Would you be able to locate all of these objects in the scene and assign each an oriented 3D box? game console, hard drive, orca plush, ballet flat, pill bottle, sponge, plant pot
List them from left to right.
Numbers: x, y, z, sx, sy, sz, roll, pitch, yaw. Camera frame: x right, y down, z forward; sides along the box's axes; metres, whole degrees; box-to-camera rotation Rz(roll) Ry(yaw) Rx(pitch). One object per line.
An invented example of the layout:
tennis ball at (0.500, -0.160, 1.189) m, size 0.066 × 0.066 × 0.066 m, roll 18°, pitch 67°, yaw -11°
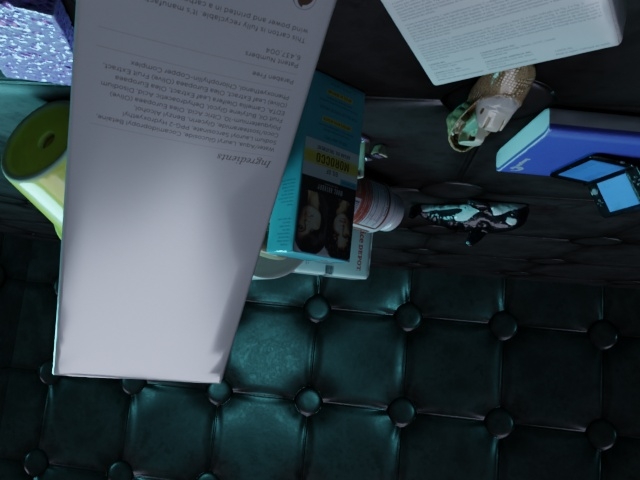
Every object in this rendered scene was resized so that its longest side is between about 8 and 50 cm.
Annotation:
sponge at (-0.361, -0.248, 0.666) m, size 0.117 × 0.031 × 0.210 m, roll 7°, pitch 171°, yaw -11°
plant pot at (-0.409, -0.114, 0.965) m, size 0.254 × 0.254 × 0.239 m, roll 2°, pitch 155°, yaw 23°
pill bottle at (0.082, -0.084, 1.169) m, size 0.121 × 0.121 × 0.216 m, roll -3°, pitch 168°, yaw 44°
orca plush at (0.364, -0.039, 1.345) m, size 0.287 × 0.102 × 0.151 m, roll 4°, pitch 171°, yaw 9°
ballet flat at (0.222, -0.167, 0.711) m, size 0.073 × 0.067 × 0.206 m, roll 7°, pitch 171°, yaw -2°
game console at (0.443, -0.083, 0.853) m, size 0.071 × 0.107 × 0.122 m, roll -22°, pitch 176°, yaw -9°
hard drive at (0.469, -0.137, 0.843) m, size 0.319 × 0.040 × 0.210 m, roll 5°, pitch 172°, yaw -1°

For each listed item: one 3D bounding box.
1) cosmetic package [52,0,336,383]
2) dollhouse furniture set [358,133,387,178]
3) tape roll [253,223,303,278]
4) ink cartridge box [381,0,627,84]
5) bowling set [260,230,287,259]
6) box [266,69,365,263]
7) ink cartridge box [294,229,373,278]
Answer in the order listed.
cosmetic package at (-0.121, -0.074, 0.453) m, size 0.155 × 0.365 × 0.197 m, roll 9°, pitch -149°, yaw -21°
dollhouse furniture set at (0.048, -0.136, 0.977) m, size 0.091 × 0.081 × 0.114 m, roll 14°, pitch 168°, yaw -43°
tape roll at (-0.159, -0.026, 1.294) m, size 0.246 × 0.246 × 0.169 m, roll 10°, pitch 170°, yaw -28°
ink cartridge box at (0.136, -0.235, 0.449) m, size 0.181 × 0.056 × 0.225 m, roll -1°, pitch 151°, yaw 38°
bowling set at (-0.116, -0.121, 1.044) m, size 0.154 × 0.200 × 0.287 m, roll 15°, pitch -150°, yaw -27°
box at (-0.004, -0.095, 0.732) m, size 0.100 × 0.244 × 0.060 m, roll 12°, pitch 170°, yaw -39°
ink cartridge box at (0.000, 0.000, 1.517) m, size 0.273 × 0.197 × 0.114 m, roll 8°, pitch 173°, yaw -14°
